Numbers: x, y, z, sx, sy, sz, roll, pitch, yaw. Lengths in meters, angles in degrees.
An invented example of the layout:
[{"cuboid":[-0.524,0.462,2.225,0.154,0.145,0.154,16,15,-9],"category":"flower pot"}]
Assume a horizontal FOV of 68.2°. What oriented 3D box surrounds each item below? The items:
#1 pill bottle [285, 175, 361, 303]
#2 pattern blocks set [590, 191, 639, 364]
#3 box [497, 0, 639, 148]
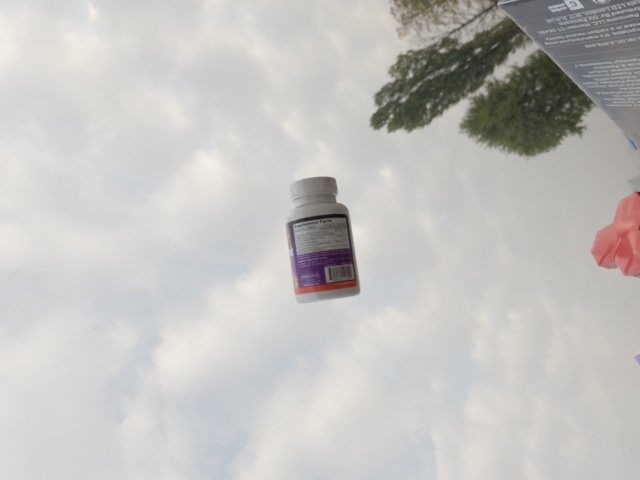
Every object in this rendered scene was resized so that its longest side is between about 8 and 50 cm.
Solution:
[{"cuboid":[0.000,0.000,0.764,0.108,0.108,0.194,1,-101,-51],"category":"pill bottle"},{"cuboid":[0.295,-0.023,0.290,0.026,0.325,0.285,12,-137,-3],"category":"pattern blocks set"},{"cuboid":[0.583,-0.441,0.671,0.471,0.297,0.480,24,-91,-30],"category":"box"}]
